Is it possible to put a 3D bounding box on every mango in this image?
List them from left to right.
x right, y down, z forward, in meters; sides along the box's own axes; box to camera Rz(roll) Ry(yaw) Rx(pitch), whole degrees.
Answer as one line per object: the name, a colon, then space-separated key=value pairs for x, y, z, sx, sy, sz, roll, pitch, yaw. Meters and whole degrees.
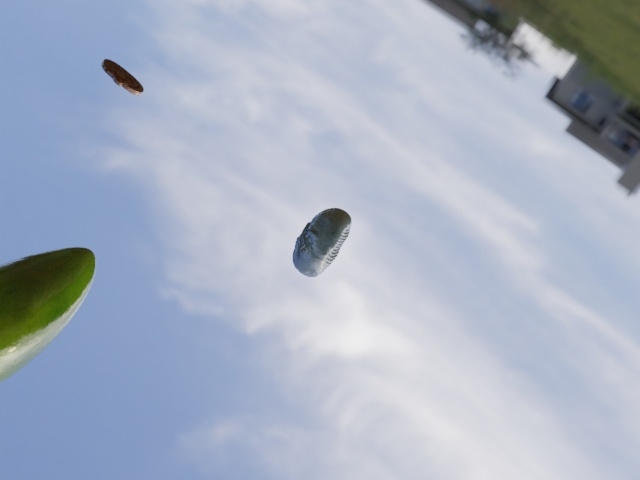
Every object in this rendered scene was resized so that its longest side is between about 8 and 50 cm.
mango: x=-0.509 y=0.117 z=2.184 sx=0.156 sy=0.192 sz=0.343 roll=40 pitch=-125 yaw=12

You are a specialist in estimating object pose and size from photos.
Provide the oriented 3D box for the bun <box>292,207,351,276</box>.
bun: x=0.000 y=0.000 z=1.420 sx=0.045 sy=0.083 sz=0.083 roll=31 pitch=-156 yaw=5

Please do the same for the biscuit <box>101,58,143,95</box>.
biscuit: x=-0.360 y=-0.297 z=2.383 sx=0.091 sy=0.015 sz=0.078 roll=38 pitch=-164 yaw=-10
